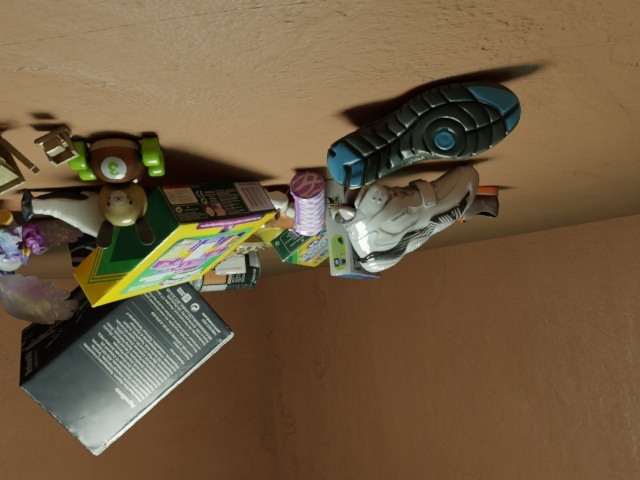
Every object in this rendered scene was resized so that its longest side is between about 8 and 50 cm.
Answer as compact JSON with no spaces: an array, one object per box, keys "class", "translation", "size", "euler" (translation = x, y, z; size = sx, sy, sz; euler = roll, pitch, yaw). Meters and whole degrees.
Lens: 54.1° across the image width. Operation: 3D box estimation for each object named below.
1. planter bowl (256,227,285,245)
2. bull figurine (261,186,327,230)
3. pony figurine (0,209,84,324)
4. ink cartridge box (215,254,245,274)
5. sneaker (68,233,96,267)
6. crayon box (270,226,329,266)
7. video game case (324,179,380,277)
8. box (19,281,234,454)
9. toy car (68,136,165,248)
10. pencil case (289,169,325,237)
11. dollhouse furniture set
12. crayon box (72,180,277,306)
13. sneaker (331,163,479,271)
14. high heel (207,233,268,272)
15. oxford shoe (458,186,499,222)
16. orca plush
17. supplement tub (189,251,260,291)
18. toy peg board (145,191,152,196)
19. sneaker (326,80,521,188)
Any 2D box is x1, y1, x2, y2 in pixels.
[{"class":"planter bowl","translation":[-0.127,-0.027,2.095],"size":[0.217,0.090,0.217],"euler":[-6,173,-1]},{"class":"bull figurine","translation":[-0.089,-0.077,1.723],"size":[0.188,0.101,0.310],"euler":[-6,171,39]},{"class":"pony figurine","translation":[-0.815,0.041,1.615],"size":[0.351,0.302,0.363],"euler":[3,157,-6]},{"class":"ink cartridge box","translation":[-0.331,0.049,2.290],"size":[0.109,0.150,0.063],"euler":[-4,172,-5]},{"class":"sneaker","translation":[-0.598,0.017,1.849],"size":[0.282,0.153,0.099],"euler":[-4,173,-9]},{"class":"crayon box","translation":[-0.001,-0.010,2.021],"size":[0.203,0.083,0.323],"euler":[-39,164,13]},{"class":"video game case","translation":[0.087,-0.023,1.685],"size":[0.061,0.244,0.269],"euler":[-7,172,20]},{"class":"box","translation":[-0.574,0.269,1.812],"size":[0.472,0.297,0.480],"euler":[-43,-157,-13]},{"class":"toy car","translation":[-0.363,-0.081,1.142],"size":[0.155,0.188,0.149],"euler":[-4,173,-9]},{"class":"pencil case","translation":[-0.034,-0.086,1.532],"size":[0.088,0.086,0.206],"euler":[-33,156,-17]},{"class":"dollhouse furniture set","translation":[-0.482,-0.163,0.956],"size":[0.161,0.101,0.182],"euler":[-29,175,-9]},{"class":"crayon box","translation":[-0.319,-0.002,1.426],"size":[0.313,0.106,0.363],"euler":[-37,169,26]},{"class":"sneaker","translation":[0.202,-0.102,1.510],"size":[0.366,0.210,0.137],"euler":[-39,-152,2]},{"class":"high heel","translation":[-0.318,0.053,2.221],"size":[0.261,0.093,0.186],"euler":[5,128,-11]},{"class":"oxford shoe","translation":[0.406,-0.103,1.860],"size":[0.271,0.098,0.097],"euler":[-4,172,-8]},{"class":"orca plush","translation":[-0.540,-0.053,1.472],"size":[0.287,0.151,0.102],"euler":[-2,-175,-9]},{"class":"supplement tub","translation":[-0.416,0.105,2.498],"size":[0.316,0.193,0.193],"euler":[-1,171,-27]},{"class":"toy peg board","translation":[-0.451,-0.082,1.592],"size":[0.161,0.079,0.161],"euler":[-23,169,11]},{"class":"sneaker","translation":[0.174,-0.195,1.078],"size":[0.341,0.125,0.139],"euler":[-13,-163,30]}]
